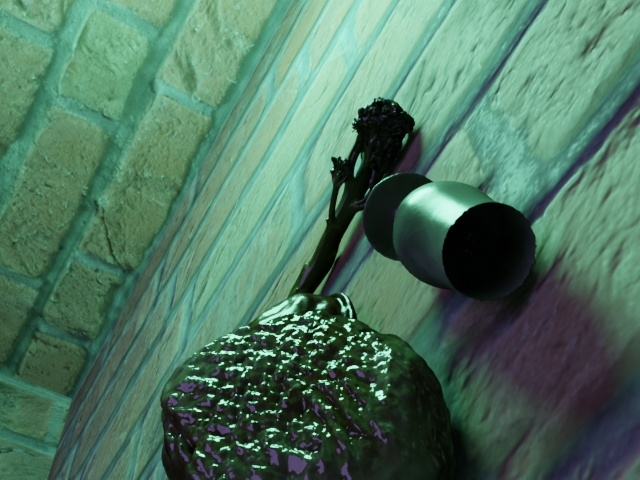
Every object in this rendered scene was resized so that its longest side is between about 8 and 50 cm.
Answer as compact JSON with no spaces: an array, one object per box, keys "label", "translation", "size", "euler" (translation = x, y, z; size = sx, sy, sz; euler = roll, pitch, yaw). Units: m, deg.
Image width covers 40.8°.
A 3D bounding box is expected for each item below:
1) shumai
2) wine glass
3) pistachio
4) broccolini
[{"label":"shumai","translation":[0.006,0.196,0.712],"size":[0.261,0.222,0.225],"euler":[4,36,41]},{"label":"wine glass","translation":[0.105,-0.007,0.741],"size":[0.093,0.093,0.202],"euler":[-64,17,4]},{"label":"pistachio","translation":[-0.029,0.126,0.900],"size":[0.165,0.130,0.210],"euler":[-24,22,35]},{"label":"broccolini","translation":[-0.003,-0.002,1.083],"size":[0.392,0.074,0.079],"euler":[-61,10,7]}]
